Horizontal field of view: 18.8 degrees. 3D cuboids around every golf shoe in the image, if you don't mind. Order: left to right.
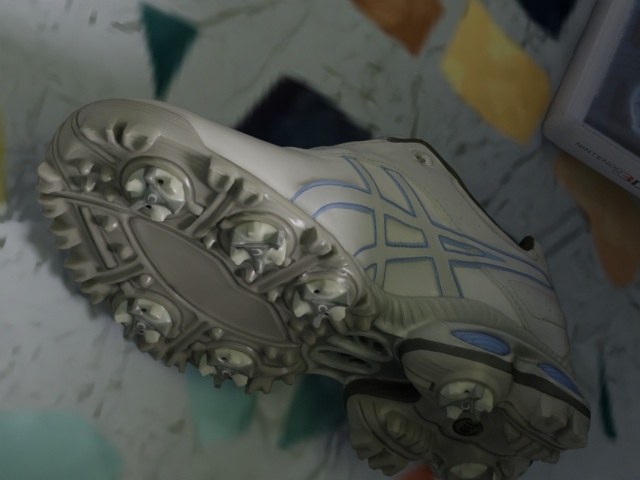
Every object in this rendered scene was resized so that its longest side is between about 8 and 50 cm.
[{"bbox_3d":[0.000,0.000,0.521,0.176,0.069,0.086,34,44,-32],"label":"golf shoe"}]

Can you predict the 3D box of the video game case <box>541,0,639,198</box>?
[{"bbox_3d":[0.180,-0.069,0.654,0.173,0.022,0.190,31,65,-11],"label":"video game case"}]
